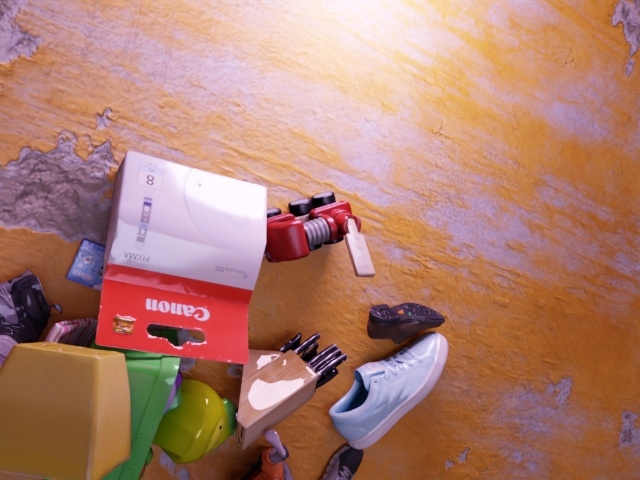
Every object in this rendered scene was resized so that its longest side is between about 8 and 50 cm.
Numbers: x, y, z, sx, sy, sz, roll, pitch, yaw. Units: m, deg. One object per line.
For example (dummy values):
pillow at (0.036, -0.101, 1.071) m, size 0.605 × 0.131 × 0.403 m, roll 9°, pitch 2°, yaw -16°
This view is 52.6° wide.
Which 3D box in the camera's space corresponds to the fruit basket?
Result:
fruit basket at (-0.333, 0.379, 1.326) m, size 0.392 × 0.283 × 0.392 m, roll -3°, pitch 102°, yaw -12°

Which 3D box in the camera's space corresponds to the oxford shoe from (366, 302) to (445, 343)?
oxford shoe at (0.215, 0.215, 1.661) m, size 0.227 × 0.083 × 0.096 m, roll 1°, pitch 115°, yaw -24°

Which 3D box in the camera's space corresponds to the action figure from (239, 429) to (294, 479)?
action figure at (-0.148, 0.605, 1.429) m, size 0.341 × 0.178 × 0.330 m, roll -52°, pitch 148°, yaw -24°

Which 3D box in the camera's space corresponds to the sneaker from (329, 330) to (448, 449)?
sneaker at (0.170, 0.349, 1.621) m, size 0.366 × 0.135 × 0.150 m, roll -47°, pitch 117°, yaw -12°

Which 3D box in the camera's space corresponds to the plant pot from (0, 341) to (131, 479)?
plant pot at (-0.432, 0.272, 1.079) m, size 0.212 × 0.212 × 0.187 m, roll 8°, pitch 82°, yaw 0°

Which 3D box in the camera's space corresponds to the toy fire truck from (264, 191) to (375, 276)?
toy fire truck at (0.000, 0.000, 1.420) m, size 0.217 × 0.246 × 0.158 m, roll -18°, pitch 105°, yaw -22°

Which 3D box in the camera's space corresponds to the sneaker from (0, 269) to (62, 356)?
sneaker at (-0.627, 0.098, 1.227) m, size 0.268 × 0.101 × 0.153 m, roll 45°, pitch 71°, yaw -22°

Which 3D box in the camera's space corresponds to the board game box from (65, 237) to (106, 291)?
board game box at (-0.463, 0.052, 1.335) m, size 0.090 × 0.020 × 0.090 m, roll 24°, pitch 89°, yaw -27°

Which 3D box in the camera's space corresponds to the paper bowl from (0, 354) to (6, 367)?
paper bowl at (-0.675, 0.244, 1.110) m, size 0.284 × 0.284 × 0.148 m, roll 30°, pitch 77°, yaw -26°

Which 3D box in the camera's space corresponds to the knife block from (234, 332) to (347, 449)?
knife block at (-0.060, 0.330, 1.450) m, size 0.242 × 0.276 × 0.088 m, roll 6°, pitch 131°, yaw -4°

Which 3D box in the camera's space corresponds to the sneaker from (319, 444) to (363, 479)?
sneaker at (0.051, 0.625, 1.609) m, size 0.086 × 0.132 × 0.229 m, roll 45°, pitch 79°, yaw -24°

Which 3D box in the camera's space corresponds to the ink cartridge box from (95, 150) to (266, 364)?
ink cartridge box at (-0.262, 0.033, 1.283) m, size 0.308 × 0.091 × 0.385 m, roll 14°, pitch 57°, yaw -27°

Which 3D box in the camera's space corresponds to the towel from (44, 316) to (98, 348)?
towel at (-0.495, 0.223, 1.261) m, size 0.029 × 0.197 × 0.144 m, roll 24°, pitch 89°, yaw 5°
